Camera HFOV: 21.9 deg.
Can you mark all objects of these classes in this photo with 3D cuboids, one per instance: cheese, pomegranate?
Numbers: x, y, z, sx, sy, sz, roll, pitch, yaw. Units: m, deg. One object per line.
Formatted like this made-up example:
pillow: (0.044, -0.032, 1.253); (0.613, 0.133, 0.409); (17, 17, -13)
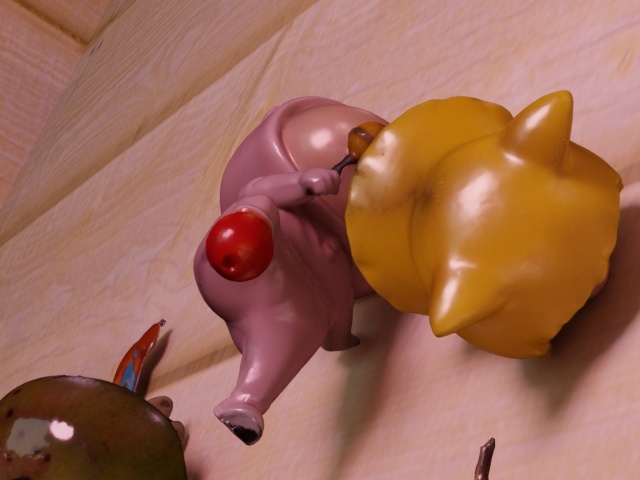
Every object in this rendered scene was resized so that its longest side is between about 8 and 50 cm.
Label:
cheese: (-0.194, 0.178, 1.570); (0.106, 0.037, 0.256); (-42, 22, 36)
pomegranate: (-0.177, 0.193, 1.340); (0.179, 0.210, 0.179); (6, 98, 52)

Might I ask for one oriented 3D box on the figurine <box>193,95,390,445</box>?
figurine: (0.000, 0.000, 1.139); (0.186, 0.176, 0.287); (-33, 9, 32)

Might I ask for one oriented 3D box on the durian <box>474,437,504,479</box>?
durian: (0.086, 0.170, 0.809); (0.110, 0.071, 0.140); (176, 111, -73)

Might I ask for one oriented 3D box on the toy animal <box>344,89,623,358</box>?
toy animal: (0.093, -0.015, 0.987); (0.156, 0.156, 0.230); (-59, 15, -3)
